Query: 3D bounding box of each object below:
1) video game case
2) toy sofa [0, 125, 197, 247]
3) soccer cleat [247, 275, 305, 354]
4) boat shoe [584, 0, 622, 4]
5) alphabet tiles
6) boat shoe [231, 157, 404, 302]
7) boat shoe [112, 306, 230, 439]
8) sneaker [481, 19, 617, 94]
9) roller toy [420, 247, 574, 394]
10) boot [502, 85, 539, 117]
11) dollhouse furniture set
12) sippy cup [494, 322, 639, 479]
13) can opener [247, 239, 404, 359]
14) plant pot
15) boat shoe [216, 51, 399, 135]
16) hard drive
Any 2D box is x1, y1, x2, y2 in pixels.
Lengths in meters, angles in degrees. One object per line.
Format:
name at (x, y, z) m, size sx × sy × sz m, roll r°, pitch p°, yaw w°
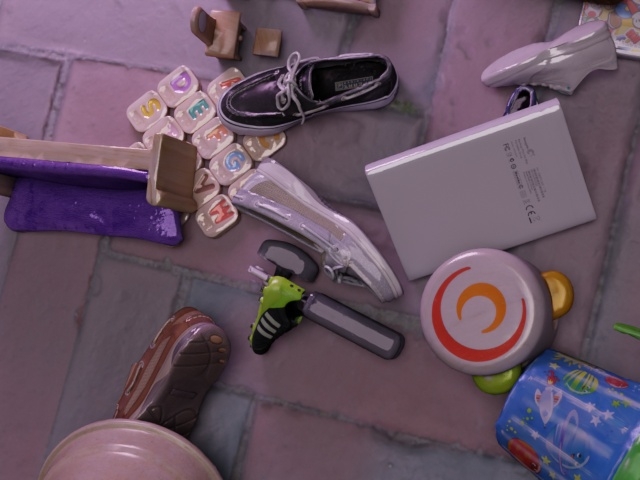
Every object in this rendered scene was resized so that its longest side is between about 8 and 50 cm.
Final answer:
video game case at (0.532, -0.381, 1.794) m, size 0.227 × 0.026 × 0.206 m, roll 13°, pitch 86°, yaw 14°
toy sofa at (-0.397, -0.094, 1.901) m, size 0.363 × 0.150 × 0.177 m, roll 6°, pitch 86°, yaw 17°
soccer cleat at (-0.069, 0.129, 1.812) m, size 0.072 × 0.179 × 0.060 m, roll 23°, pitch 46°, yaw 7°
boat shoe at (0.334, -0.468, 1.807) m, size 0.341 × 0.121 × 0.110 m, roll 20°, pitch 77°, yaw 17°
alphabet tiles at (-0.208, -0.151, 1.942) m, size 0.278 × 0.021 × 0.284 m, roll -36°, pitch 76°, yaw 6°
boat shoe at (-0.001, -0.001, 1.819) m, size 0.320 × 0.118 × 0.103 m, roll 41°, pitch 85°, yaw 16°
boat shoe at (-0.263, 0.250, 1.870) m, size 0.324 × 0.123 × 0.116 m, roll -54°, pitch 42°, yaw 11°
sneaker at (0.361, -0.265, 1.798) m, size 0.212 × 0.080 × 0.094 m, roll -17°, pitch 115°, yaw 24°
roller toy at (0.260, 0.109, 1.736) m, size 0.191 × 0.146 × 0.209 m, roll 33°, pitch 97°, yaw 24°
boot at (0.294, -0.148, 1.790) m, size 0.069 × 0.086 × 0.190 m, roll 14°, pitch 87°, yaw 14°
dollhouse furniture set at (-0.008, -0.437, 1.851) m, size 0.356 × 0.174 × 0.303 m, roll 8°, pitch 86°, yaw 14°
sippy cup at (0.385, 0.279, 1.660) m, size 0.224 × 0.240 × 0.305 m, roll 31°, pitch 68°, yaw 24°
can opener at (0.013, 0.089, 1.833) m, size 0.283 × 0.076 × 0.095 m, roll 27°, pitch 91°, yaw 14°
plant pot at (-0.325, 0.479, 1.695) m, size 0.334 × 0.305 × 0.333 m, roll 3°, pitch 106°, yaw 10°
boat shoe at (-0.028, -0.244, 1.859) m, size 0.306 × 0.105 × 0.113 m, roll -4°, pitch 77°, yaw 10°
hard drive at (0.248, -0.074, 1.766) m, size 0.307 × 0.040 × 0.203 m, roll -19°, pitch 113°, yaw 11°
